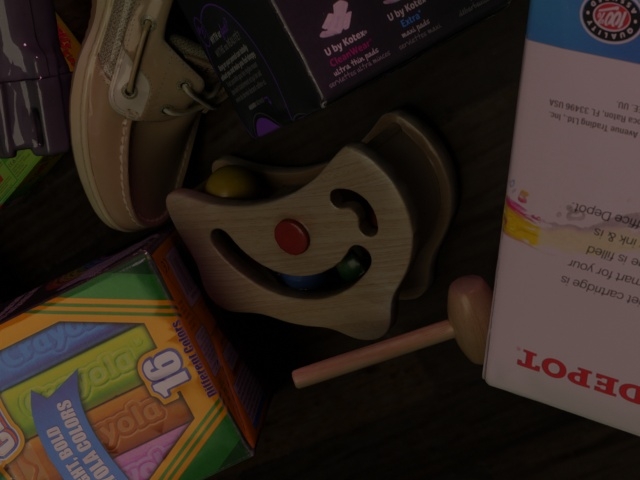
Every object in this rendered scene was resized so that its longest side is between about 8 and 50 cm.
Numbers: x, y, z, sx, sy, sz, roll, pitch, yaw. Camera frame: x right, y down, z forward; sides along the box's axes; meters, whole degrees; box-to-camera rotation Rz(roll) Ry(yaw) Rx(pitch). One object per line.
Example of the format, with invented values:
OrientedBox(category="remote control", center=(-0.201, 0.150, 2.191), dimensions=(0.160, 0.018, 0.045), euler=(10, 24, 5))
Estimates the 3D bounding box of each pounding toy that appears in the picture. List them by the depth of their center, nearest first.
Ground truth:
OrientedBox(category="pounding toy", center=(0.000, 0.000, 0.872), dimensions=(0.269, 0.155, 0.154), euler=(9, 121, 30))

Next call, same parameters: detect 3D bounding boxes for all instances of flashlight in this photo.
OrientedBox(category="flashlight", center=(-0.249, -0.219, 0.943), dimensions=(0.103, 0.103, 0.304), euler=(-4, 103, 12))

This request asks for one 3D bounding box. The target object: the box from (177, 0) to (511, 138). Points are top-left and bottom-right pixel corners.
OrientedBox(category="box", center=(-0.028, -0.219, 0.759), dimensions=(0.270, 0.143, 0.165), euler=(61, 163, -7))

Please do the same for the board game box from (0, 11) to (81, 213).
OrientedBox(category="board game box", center=(-0.261, -0.107, 1.065), dimensions=(0.092, 0.043, 0.181), euler=(52, 129, 2))

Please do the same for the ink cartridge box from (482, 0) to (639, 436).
OrientedBox(category="ink cartridge box", center=(0.228, -0.044, 0.675), dimensions=(0.198, 0.197, 0.270), euler=(17, 120, 25))

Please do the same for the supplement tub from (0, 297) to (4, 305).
OrientedBox(category="supplement tub", center=(-0.390, 0.096, 1.151), dimensions=(0.191, 0.191, 0.272), euler=(-37, 90, 39))

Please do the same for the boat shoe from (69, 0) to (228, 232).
OrientedBox(category="boat shoe", center=(-0.114, -0.136, 0.918), dimensions=(0.098, 0.109, 0.302), euler=(21, 116, 25))

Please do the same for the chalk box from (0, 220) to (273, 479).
OrientedBox(category="chalk box", center=(-0.208, 0.131, 0.981), dimensions=(0.289, 0.180, 0.179), euler=(-26, 97, 7))
